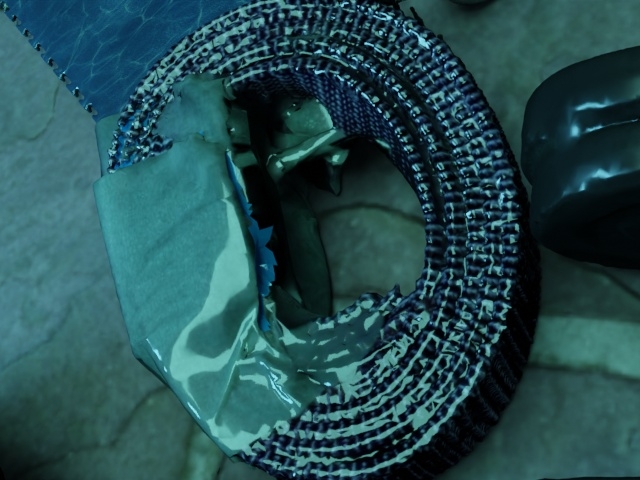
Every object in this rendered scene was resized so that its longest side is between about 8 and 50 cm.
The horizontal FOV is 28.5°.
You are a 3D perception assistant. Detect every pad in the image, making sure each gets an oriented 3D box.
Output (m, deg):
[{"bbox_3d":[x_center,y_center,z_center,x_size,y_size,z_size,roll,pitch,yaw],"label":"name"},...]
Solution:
[{"bbox_3d":[-0.107,-0.215,0.964,0.270,0.012,0.269,-46,60,4],"label":"pad"}]

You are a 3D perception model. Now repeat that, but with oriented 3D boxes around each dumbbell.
[{"bbox_3d":[0.190,0.061,0.638,0.185,0.185,0.388,-3,72,23],"label":"dumbbell"}]

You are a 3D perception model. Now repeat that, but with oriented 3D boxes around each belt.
[{"bbox_3d":[0.000,0.000,0.783,0.260,0.122,0.325,-20,68,9],"label":"belt"}]

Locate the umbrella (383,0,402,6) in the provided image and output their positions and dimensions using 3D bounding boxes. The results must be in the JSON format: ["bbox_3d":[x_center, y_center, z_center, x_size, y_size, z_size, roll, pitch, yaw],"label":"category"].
[{"bbox_3d":[0.044,-0.163,0.842,0.149,0.022,0.022,-11,33,49],"label":"umbrella"}]

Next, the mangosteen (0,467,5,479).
[{"bbox_3d":[-0.307,0.212,0.764,0.313,0.297,0.297,27,83,-8],"label":"mangosteen"}]

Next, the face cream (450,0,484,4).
[{"bbox_3d":[0.047,-0.278,0.877,0.082,0.082,0.269,-38,62,8],"label":"face cream"}]
